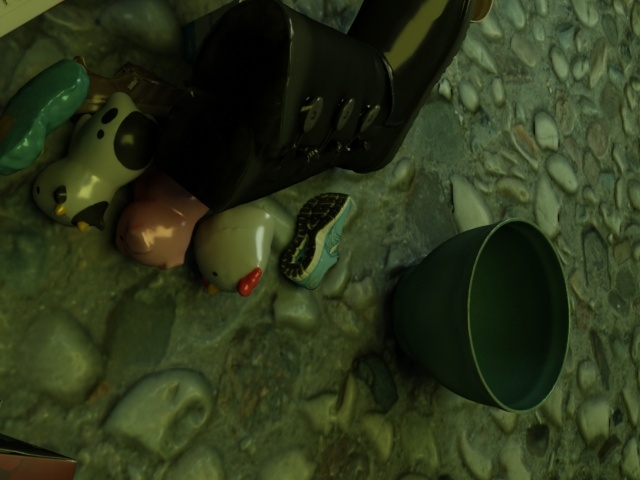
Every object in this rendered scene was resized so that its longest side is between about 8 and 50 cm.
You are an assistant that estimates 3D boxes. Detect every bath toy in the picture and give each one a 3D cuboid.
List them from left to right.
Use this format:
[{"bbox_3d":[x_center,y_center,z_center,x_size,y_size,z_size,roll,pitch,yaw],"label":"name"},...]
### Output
[{"bbox_3d":[-0.185,-0.035,0.778,0.348,0.151,0.129,37,22,-39],"label":"bath toy"}]

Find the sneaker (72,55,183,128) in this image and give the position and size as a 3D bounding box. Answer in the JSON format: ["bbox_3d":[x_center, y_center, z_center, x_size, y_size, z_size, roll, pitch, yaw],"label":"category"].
[{"bbox_3d":[-0.201,-0.173,0.820,0.188,0.066,0.071,-4,88,-45],"label":"sneaker"}]

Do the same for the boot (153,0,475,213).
[{"bbox_3d":[0.022,-0.232,0.821,0.445,0.146,0.367,-16,128,-60],"label":"boot"}]

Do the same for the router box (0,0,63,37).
[{"bbox_3d":[-0.397,-0.314,0.598,0.301,0.082,0.335,-47,122,-32],"label":"router box"}]

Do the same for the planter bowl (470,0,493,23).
[{"bbox_3d":[0.208,-0.442,1.210,0.162,0.109,0.162,5,83,-44],"label":"planter bowl"}]

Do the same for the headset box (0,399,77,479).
[{"bbox_3d":[-0.318,0.270,0.560,0.110,0.218,0.293,24,70,-41],"label":"headset box"}]

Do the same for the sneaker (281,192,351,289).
[{"bbox_3d":[0.000,0.000,1.015,0.162,0.063,0.073,-61,143,-24],"label":"sneaker"}]

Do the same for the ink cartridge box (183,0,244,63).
[{"bbox_3d":[-0.102,-0.254,0.884,0.088,0.122,0.052,1,85,-44],"label":"ink cartridge box"}]

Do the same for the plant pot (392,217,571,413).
[{"bbox_3d":[0.241,0.119,1.128,0.293,0.196,0.293,5,82,-43],"label":"plant pot"}]
